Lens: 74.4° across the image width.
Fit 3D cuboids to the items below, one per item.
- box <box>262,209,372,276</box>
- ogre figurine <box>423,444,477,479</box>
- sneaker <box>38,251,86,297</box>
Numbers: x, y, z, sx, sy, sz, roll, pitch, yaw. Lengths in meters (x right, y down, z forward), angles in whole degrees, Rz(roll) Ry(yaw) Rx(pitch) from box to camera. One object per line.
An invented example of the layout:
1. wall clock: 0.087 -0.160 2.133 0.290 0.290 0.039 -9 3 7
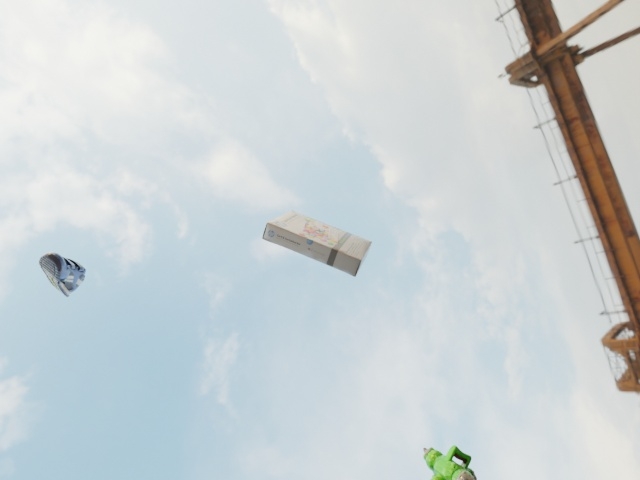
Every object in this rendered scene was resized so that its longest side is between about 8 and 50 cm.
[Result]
1. box: 0.000 0.000 0.824 0.186 0.038 0.145 21 -163 10
2. ogre figurine: 0.266 0.462 0.808 0.097 0.197 0.118 -41 -81 3
3. sneaker: -0.492 0.055 0.811 0.053 0.144 0.059 40 -124 4
